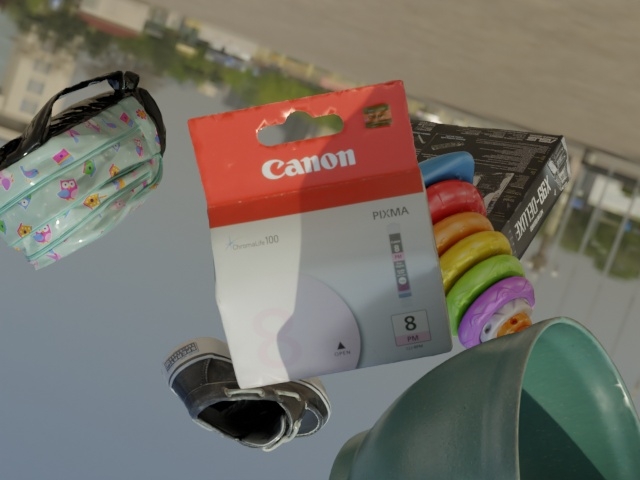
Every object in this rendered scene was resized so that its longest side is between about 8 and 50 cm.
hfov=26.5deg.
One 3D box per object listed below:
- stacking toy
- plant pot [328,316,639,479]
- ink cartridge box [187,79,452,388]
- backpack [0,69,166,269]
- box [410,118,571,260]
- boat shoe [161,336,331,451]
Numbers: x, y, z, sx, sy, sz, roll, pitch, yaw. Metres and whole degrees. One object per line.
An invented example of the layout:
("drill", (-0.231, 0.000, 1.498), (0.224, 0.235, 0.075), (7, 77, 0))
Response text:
("stacking toy", (0.182, 0.060, 1.547), (0.302, 0.175, 0.165), (48, 156, 31))
("plant pot", (0.127, 0.220, 1.062), (0.196, 0.293, 0.293), (-14, 168, 29))
("ink cartridge box", (0.000, 0.000, 1.134), (0.189, 0.232, 0.066), (-10, -153, 4))
("backpack", (-0.209, -0.055, 1.144), (0.115, 0.152, 0.182), (50, -158, -6))
("box", (0.152, -0.062, 1.844), (0.308, 0.076, 0.242), (9, -136, 30))
("boat shoe", (-0.070, 0.204, 1.627), (0.301, 0.108, 0.102), (36, -160, -54))
